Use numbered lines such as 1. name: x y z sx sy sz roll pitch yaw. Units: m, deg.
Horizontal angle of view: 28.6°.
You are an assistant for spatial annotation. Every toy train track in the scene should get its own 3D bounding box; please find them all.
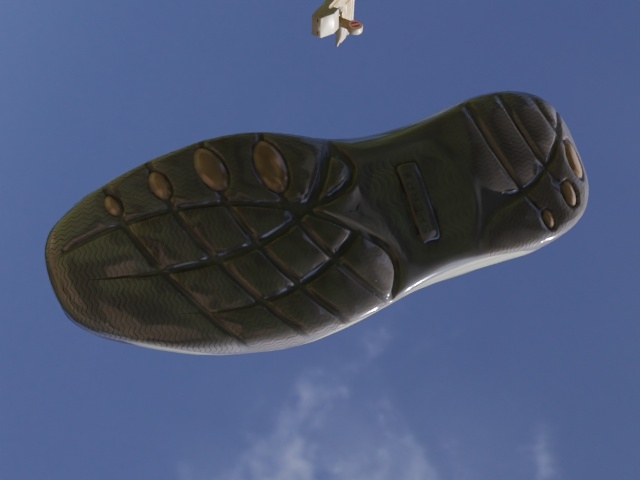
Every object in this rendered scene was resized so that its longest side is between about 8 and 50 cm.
1. toy train track: 0.023 -0.106 0.499 0.014 0.048 0.083 24 -127 19

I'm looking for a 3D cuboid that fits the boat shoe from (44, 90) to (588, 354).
1. boat shoe: 0.000 0.000 0.799 0.130 0.356 0.132 146 -69 -66
